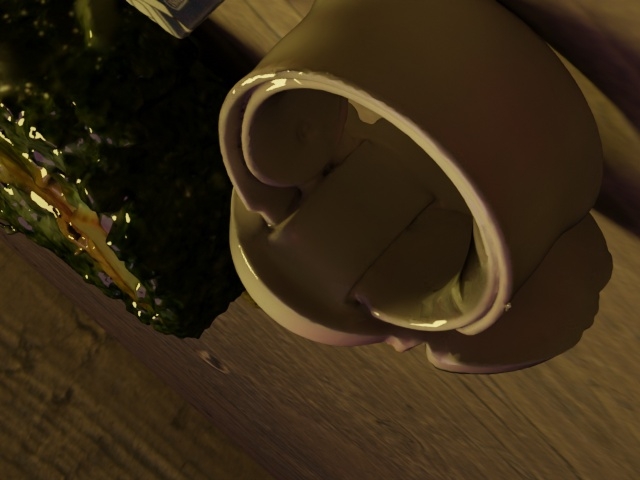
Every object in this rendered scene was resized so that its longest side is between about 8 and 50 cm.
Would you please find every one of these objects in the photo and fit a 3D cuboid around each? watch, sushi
[{"bbox_3d":[0.075,-0.042,1.152,0.244,0.196,0.231,36,147,7],"label":"watch"},{"bbox_3d":[-0.186,-0.097,1.594,0.352,0.178,0.294,34,162,31],"label":"sushi"}]

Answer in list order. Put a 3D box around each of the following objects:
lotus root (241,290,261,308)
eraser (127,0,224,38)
[{"bbox_3d":[-0.074,0.032,2.083,0.099,0.049,0.054,48,-175,-31],"label":"lotus root"},{"bbox_3d":[-0.096,-0.201,1.218,0.124,0.068,0.210,41,167,-9],"label":"eraser"}]
